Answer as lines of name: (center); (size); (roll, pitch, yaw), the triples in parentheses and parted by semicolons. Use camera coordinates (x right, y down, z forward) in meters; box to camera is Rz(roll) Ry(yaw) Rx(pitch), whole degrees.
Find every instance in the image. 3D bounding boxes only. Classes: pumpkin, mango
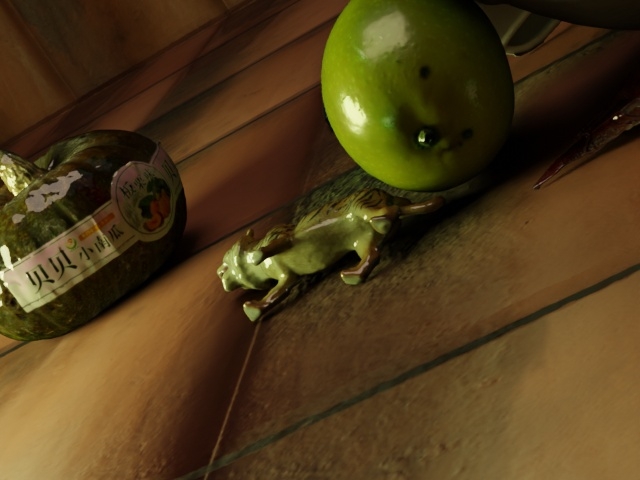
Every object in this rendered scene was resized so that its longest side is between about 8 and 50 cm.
pumpkin: (-0.275, -0.020, 1.323); (0.260, 0.189, 0.260); (-30, 14, 9)
mango: (0.084, -0.136, 1.020); (0.143, 0.175, 0.293); (-17, 18, 16)

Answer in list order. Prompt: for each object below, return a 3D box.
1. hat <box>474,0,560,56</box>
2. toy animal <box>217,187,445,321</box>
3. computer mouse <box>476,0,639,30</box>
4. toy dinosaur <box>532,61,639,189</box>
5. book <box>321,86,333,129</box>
hat: (0.204, -0.294, 1.197); (0.226, 0.164, 0.219); (-18, -18, 4)
toy animal: (0.000, 0.000, 0.990); (0.241, 0.057, 0.099); (-23, 18, 31)
computer mouse: (0.203, -0.210, 0.962); (0.330, 0.095, 0.197); (-4, 23, -25)
toy dinosaur: (0.241, -0.104, 0.900); (0.220, 0.032, 0.108); (-35, 19, -2)
book: (0.121, -0.227, 1.496); (0.269, 0.025, 0.191); (-29, 17, 9)
